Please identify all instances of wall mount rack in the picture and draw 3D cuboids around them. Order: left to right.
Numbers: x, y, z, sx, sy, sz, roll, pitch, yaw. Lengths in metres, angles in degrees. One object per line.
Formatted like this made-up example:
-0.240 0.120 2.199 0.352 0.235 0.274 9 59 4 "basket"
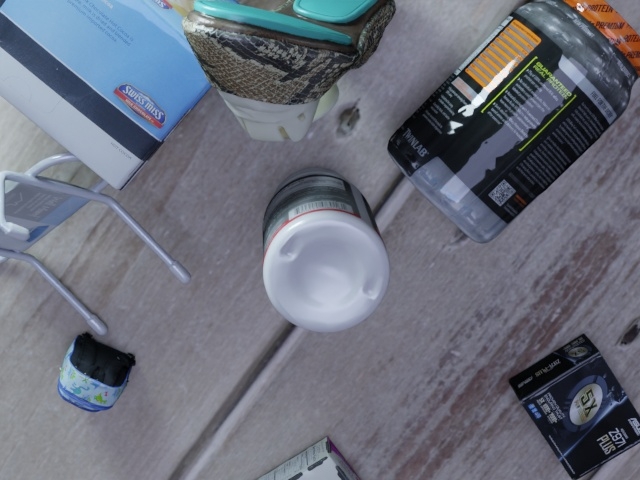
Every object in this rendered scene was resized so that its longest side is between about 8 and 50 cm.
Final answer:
-0.372 0.019 1.335 0.350 0.130 0.304 -30 150 34 "wall mount rack"

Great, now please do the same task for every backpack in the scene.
-0.346 0.210 1.442 0.105 0.114 0.084 28 104 -12 "backpack"

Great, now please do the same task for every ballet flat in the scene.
-0.024 -0.215 1.150 0.164 0.483 0.182 18 115 13 "ballet flat"

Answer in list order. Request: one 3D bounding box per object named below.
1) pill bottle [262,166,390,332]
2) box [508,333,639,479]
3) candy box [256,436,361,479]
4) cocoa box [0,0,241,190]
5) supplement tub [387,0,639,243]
0.000 0.000 1.306 0.161 0.283 0.161 -1 108 -3 "pill bottle"
0.415 0.268 1.524 0.147 0.077 0.180 -32 106 6 "box"
-0.040 0.451 1.559 0.233 0.071 0.159 -32 106 8 "candy box"
-0.293 -0.286 1.203 0.347 0.231 0.228 40 116 -13 "cocoa box"
0.273 -0.177 1.306 0.207 0.207 0.338 42 101 -14 "supplement tub"
